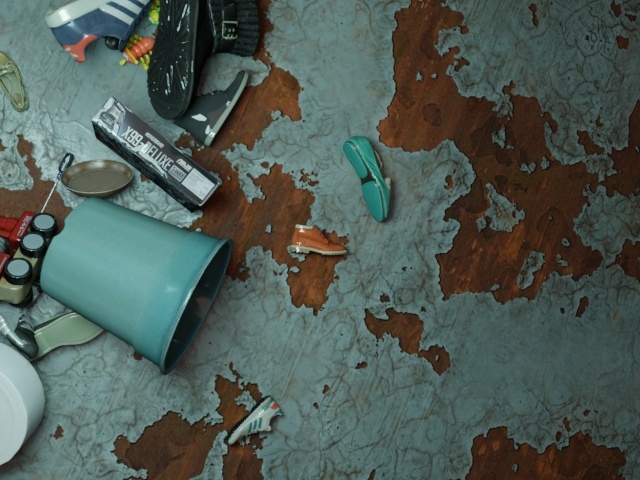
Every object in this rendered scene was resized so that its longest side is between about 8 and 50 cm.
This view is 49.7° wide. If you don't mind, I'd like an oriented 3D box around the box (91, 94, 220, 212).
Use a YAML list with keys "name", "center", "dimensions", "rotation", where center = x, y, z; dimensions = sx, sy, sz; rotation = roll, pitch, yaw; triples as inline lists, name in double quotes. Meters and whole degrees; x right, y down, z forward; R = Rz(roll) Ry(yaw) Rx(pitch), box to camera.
- name: "box"
  center: [-0.394, -0.193, 1.647]
  dimensions: [0.307, 0.242, 0.077]
  rotation: [39, 79, -11]

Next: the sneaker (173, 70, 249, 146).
- name: "sneaker"
  center: [-0.276, -0.362, 1.766]
  dimensions: [0.118, 0.083, 0.222]
  rotation: [31, 78, -8]

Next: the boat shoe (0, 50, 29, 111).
- name: "boat shoe"
  center: [-0.743, -0.384, 1.653]
  dimensions: [0.056, 0.048, 0.153]
  rotation: [-20, 94, -15]

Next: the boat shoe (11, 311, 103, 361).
- name: "boat shoe"
  center: [-0.624, 0.217, 1.660]
  dimensions: [0.227, 0.068, 0.081]
  rotation: [-21, 108, -15]

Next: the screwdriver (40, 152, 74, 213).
- name: "screwdriver"
  center: [-0.644, -0.136, 1.690]
  dimensions: [0.025, 0.024, 0.170]
  rotation: [19, 85, 14]

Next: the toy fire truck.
- name: "toy fire truck"
  center: [-0.744, 0.004, 1.557]
  dimensions: [0.246, 0.159, 0.217]
  rotation: [17, 48, -7]

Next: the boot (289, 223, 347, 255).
- name: "boot"
  center: [0.000, 0.000, 1.849]
  dimensions: [0.157, 0.059, 0.085]
  rotation: [9, 81, -14]

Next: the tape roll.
- name: "tape roll"
  center: [-0.774, 0.366, 1.546]
  dimensions: [0.286, 0.100, 0.287]
  rotation: [1, 106, 3]

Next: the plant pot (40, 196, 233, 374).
- name: "plant pot"
  center: [-0.423, 0.079, 1.586]
  dimensions: [0.334, 0.341, 0.341]
  rotation: [26, 82, 2]

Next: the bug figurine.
- name: "bug figurine"
  center: [-0.478, -0.579, 1.721]
  dimensions: [0.216, 0.072, 0.279]
  rotation: [-43, 99, -13]

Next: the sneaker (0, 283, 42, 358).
- name: "sneaker"
  center: [-0.686, 0.162, 1.596]
  dimensions: [0.228, 0.086, 0.132]
  rotation: [35, 64, 28]

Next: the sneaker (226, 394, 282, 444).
- name: "sneaker"
  center: [-0.167, 0.480, 1.788]
  dimensions: [0.161, 0.057, 0.075]
  rotation: [-44, 94, -15]

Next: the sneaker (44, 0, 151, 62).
- name: "sneaker"
  center: [-0.465, -0.536, 1.634]
  dimensions: [0.350, 0.131, 0.148]
  rotation: [-35, 123, -22]

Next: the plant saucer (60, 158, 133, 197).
- name: "plant saucer"
  center: [-0.536, -0.145, 1.664]
  dimensions: [0.168, 0.168, 0.029]
  rotation: [-6, 124, -16]

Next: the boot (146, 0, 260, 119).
- name: "boot"
  center: [-0.279, -0.467, 1.717]
  dimensions: [0.260, 0.131, 0.348]
  rotation: [-10, 117, -56]

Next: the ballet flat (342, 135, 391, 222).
- name: "ballet flat"
  center: [0.147, -0.174, 1.884]
  dimensions: [0.087, 0.083, 0.247]
  rotation: [-29, 98, -29]
